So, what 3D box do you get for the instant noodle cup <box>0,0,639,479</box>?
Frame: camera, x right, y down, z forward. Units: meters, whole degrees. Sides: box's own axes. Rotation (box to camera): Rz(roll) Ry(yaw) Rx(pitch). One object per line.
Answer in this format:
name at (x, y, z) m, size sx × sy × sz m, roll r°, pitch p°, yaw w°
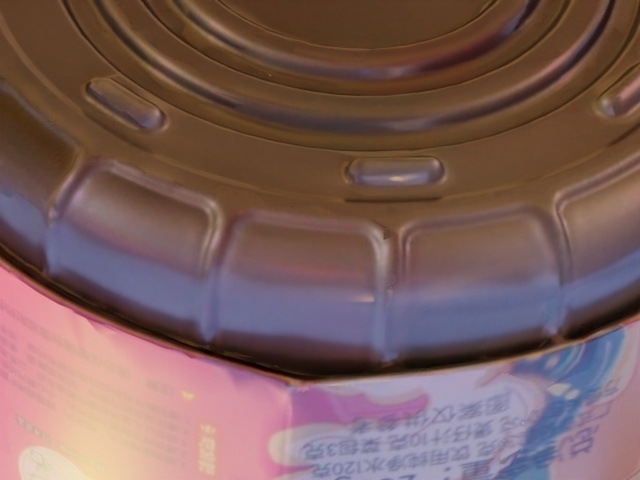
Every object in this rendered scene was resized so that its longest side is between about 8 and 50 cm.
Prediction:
instant noodle cup at (0.000, 0.000, 0.432) m, size 0.302 × 0.181 × 0.258 m, roll 21°, pitch -130°, yaw 14°
